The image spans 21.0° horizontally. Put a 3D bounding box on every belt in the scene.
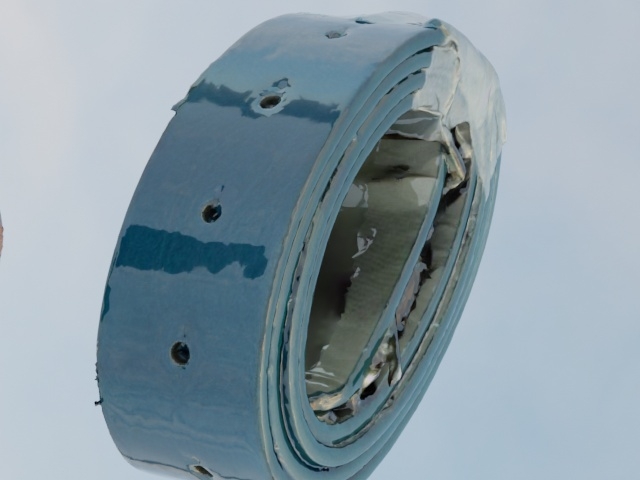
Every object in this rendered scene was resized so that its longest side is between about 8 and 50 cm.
[{"bbox_3d":[0.000,0.001,1.330,0.173,0.436,0.300,7,-43,24],"label":"belt"}]

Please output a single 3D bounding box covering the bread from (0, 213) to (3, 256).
[{"bbox_3d":[-0.368,-0.063,1.626,0.139,0.095,0.269,22,-42,25],"label":"bread"}]
